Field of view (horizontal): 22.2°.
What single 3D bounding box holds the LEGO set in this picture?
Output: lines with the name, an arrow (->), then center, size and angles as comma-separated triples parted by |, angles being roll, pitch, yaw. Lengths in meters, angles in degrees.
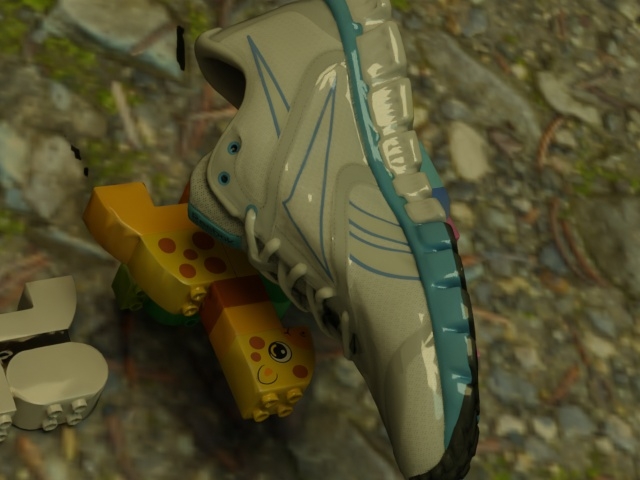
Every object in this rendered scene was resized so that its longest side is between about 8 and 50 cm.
LEGO set -> -0.018, 0.029, 0.599 | 0.227, 0.087, 0.093 | -10, 59, -28

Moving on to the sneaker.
sneaker -> 0.000, 0.000, 0.543 | 0.083, 0.071, 0.190 | -11, 59, -7
